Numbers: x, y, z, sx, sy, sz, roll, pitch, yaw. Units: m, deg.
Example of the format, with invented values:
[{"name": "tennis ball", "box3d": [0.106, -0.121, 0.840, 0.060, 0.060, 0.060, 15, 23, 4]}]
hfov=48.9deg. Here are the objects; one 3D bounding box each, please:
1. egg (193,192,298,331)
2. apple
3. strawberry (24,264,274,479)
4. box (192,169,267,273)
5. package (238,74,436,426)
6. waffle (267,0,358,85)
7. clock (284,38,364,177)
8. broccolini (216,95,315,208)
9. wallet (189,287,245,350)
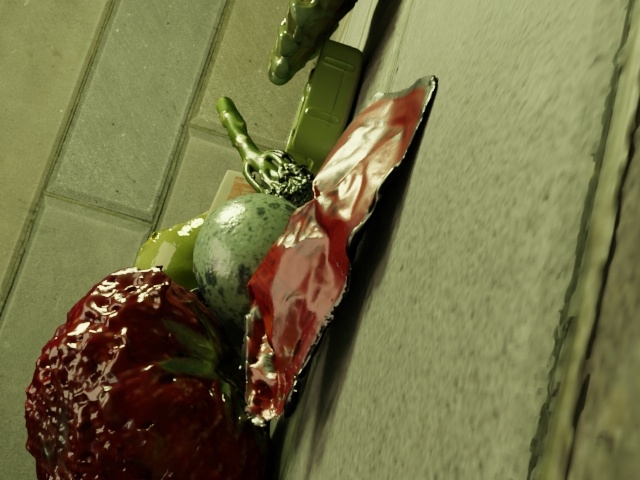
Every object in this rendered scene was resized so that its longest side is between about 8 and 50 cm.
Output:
[{"name": "egg", "box3d": [-0.062, 0.025, 0.713, 0.172, 0.132, 0.132, -107, 32, -58]}, {"name": "apple", "box3d": [-0.193, 0.064, 1.228, 0.279, 0.278, 0.279, -163, 90, -84]}, {"name": "strawberry", "box3d": [-0.166, 0.167, 0.664, 0.220, 0.274, 0.274, -29, 13, 5]}, {"name": "box", "box3d": [-0.075, -0.015, 0.901, 0.201, 0.140, 0.058, -81, 5, -63]}, {"name": "package", "box3d": [0.000, 0.000, 0.541, 0.270, 0.071, 0.194, -69, 21, 6]}, {"name": "waffle", "box3d": [0.028, -0.343, 0.924, 0.292, 0.056, 0.309, -53, 5, -15]}, {"name": "clock", "box3d": [-0.005, -0.165, 1.011, 0.232, 0.069, 0.170, 126, 160, -72]}, {"name": "broccolini", "box3d": [-0.076, -0.119, 0.979, 0.078, 0.074, 0.392, -31, 34, 1]}, {"name": "wallet", "box3d": [-0.127, 0.112, 0.945, 0.036, 0.167, 0.222, 55, 141, 20]}]
